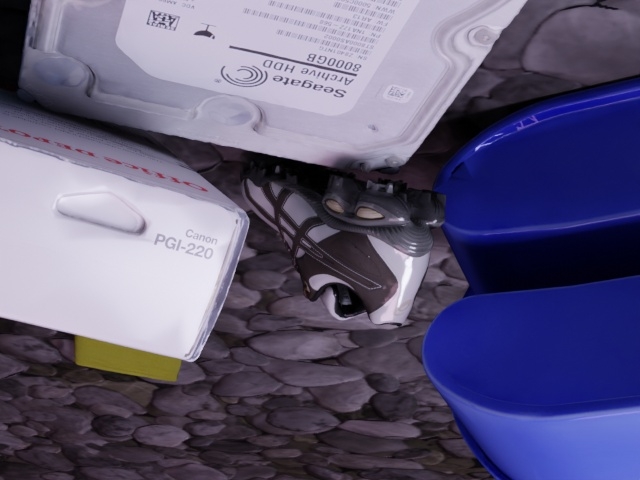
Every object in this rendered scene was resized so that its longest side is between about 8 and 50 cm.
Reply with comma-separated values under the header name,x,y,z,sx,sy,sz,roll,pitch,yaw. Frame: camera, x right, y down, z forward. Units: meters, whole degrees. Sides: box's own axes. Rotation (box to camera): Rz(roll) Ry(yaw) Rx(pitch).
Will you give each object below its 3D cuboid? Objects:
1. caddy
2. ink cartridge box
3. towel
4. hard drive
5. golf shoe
name,x,y,z,sx,sy,sz,roll,pitch,yaw
caddy,0.222,0.037,0.769,0.341,0.241,0.179,-10,144,26
ink cartridge box,-0.154,-0.023,0.725,0.158,0.092,0.218,16,-172,-26
towel,-0.165,0.069,1.117,0.102,0.021,0.237,12,153,-5
hard drive,-0.014,-0.150,0.620,0.237,0.064,0.339,11,153,-14
golf shoe,0.000,0.000,0.812,0.077,0.094,0.198,3,-172,-27
